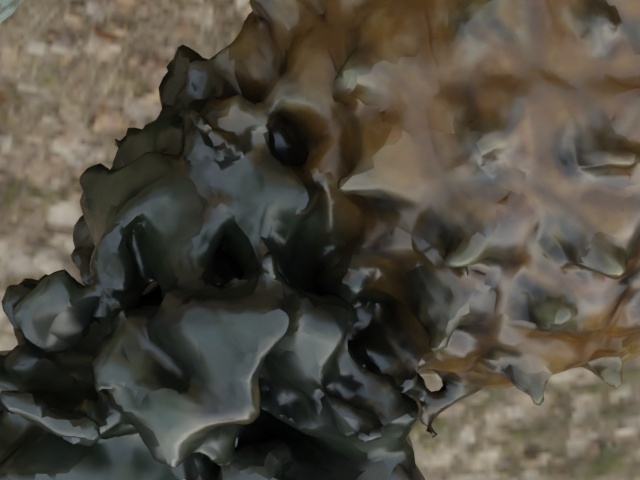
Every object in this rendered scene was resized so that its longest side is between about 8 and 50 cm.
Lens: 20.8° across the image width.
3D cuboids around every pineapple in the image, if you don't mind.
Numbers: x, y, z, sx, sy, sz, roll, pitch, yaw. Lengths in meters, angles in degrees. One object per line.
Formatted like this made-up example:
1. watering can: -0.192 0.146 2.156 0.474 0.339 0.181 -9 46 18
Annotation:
1. pineapple: 0.000 0.000 0.433 0.340 0.169 0.169 -36 129 3

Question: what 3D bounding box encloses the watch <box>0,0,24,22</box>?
1. watch: -0.073 -0.154 0.562 0.253 0.241 0.162 -33 97 40
